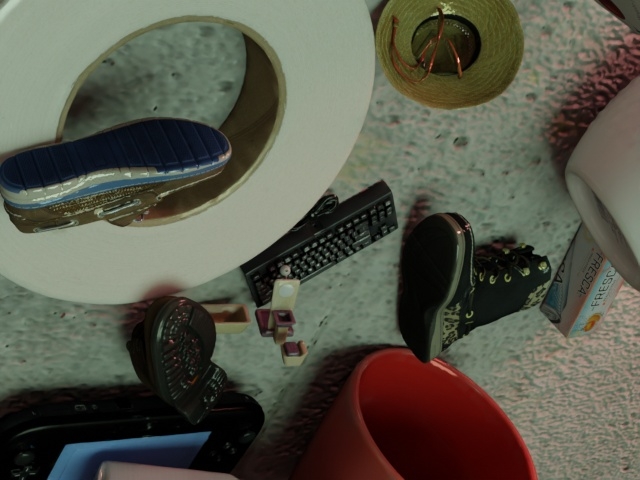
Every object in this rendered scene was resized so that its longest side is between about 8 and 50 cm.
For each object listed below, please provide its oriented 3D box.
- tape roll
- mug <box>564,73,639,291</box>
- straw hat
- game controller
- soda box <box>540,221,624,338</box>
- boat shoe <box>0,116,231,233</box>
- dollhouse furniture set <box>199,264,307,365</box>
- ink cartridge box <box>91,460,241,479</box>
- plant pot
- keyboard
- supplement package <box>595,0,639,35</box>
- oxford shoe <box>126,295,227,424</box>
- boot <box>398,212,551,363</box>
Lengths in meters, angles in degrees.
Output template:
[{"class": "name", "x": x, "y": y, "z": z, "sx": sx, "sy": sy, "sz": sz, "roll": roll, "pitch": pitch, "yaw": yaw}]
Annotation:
[{"class": "tape roll", "x": -0.137, "y": -0.112, "z": 0.964, "sx": 0.392, "sy": 0.072, "sz": 0.392, "roll": -20, "pitch": 138, "yaw": -20}, {"class": "mug", "x": 0.471, "y": -0.067, "z": 1.304, "sx": 0.328, "sy": 0.276, "sz": 0.374, "roll": -30, "pitch": 142, "yaw": 1}, {"class": "straw hat", "x": 0.115, "y": -0.183, "z": 1.086, "sx": 0.144, "sy": 0.144, "sz": 0.061, "roll": -28, "pitch": 177, "yaw": -12}, {"class": "game controller", "x": -0.215, "y": 0.233, "z": 1.234, "sx": 0.319, "sy": 0.067, "sz": 0.166, "roll": 2, "pitch": 126, "yaw": -37}, {"class": "soda box", "x": 0.354, "y": 0.037, "z": 1.474, "sx": 0.058, "sy": 0.063, "sz": 0.183, "roll": -5, "pitch": 129, "yaw": -33}, {"class": "boat shoe", "x": -0.161, "y": -0.049, "z": 0.908, "sx": 0.183, "sy": 0.066, "sz": 0.066, "roll": -10, "pitch": 138, "yaw": -16}, {"class": "dollhouse furniture set", "x": -0.074, "y": 0.071, "z": 1.160, "sx": 0.114, "sy": 0.091, "sz": 0.081, "roll": 1, "pitch": 126, "yaw": -17}, {"class": "ink cartridge box", "x": -0.106, "y": 0.383, "z": 1.311, "sx": 0.385, "sy": 0.091, "sz": 0.308, "roll": 10, "pitch": 134, "yaw": -22}, {"class": "plant pot", "x": 0.085, "y": 0.307, "z": 1.399, "sx": 0.275, "sy": 0.275, "sz": 0.243, "roll": 9, "pitch": 131, "yaw": -41}, {"class": "keyboard", "x": 0.000, "y": 0.000, "z": 1.209, "sx": 0.180, "sy": 0.023, "sz": 0.108, "roll": -30, "pitch": 139, "yaw": -11}, {"class": "supplement package", "x": 0.281, "y": -0.301, "z": 0.994, "sx": 0.149, "sy": 0.203, "sz": 0.194, "roll": -41, "pitch": 139, "yaw": 4}, {"class": "oxford shoe", "x": -0.155, "y": 0.109, "z": 1.121, "sx": 0.083, "sy": 0.096, "sz": 0.227, "roll": -50, "pitch": 164, "yaw": -24}, {"class": "boot", "x": 0.187, "y": 0.031, "z": 1.331, "sx": 0.178, "sy": 0.085, "sz": 0.236, "roll": -22, "pitch": 144, "yaw": -22}]
